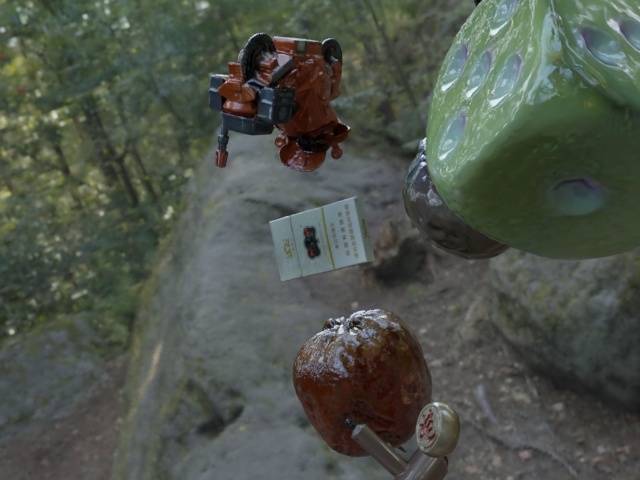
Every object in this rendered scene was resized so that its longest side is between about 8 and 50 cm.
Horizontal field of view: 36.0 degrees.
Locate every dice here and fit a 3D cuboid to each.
[{"bbox_3d":[0.281,-0.143,1.100,0.254,0.252,0.250,-48,29,50],"label":"dice"}]

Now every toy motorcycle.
[{"bbox_3d":[-0.054,-0.216,1.576,0.147,0.221,0.325,14,14,28],"label":"toy motorcycle"}]

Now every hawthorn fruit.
[{"bbox_3d":[0.076,0.253,1.756,0.258,0.262,0.258,1,-6,0],"label":"hawthorn fruit"}]

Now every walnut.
[{"bbox_3d":[0.259,-0.089,1.617,0.248,0.248,0.248,-20,13,5],"label":"walnut"}]

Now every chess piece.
[{"bbox_3d":[0.177,0.286,1.491,0.038,0.084,0.083,14,2,-19],"label":"chess piece"}]

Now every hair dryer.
[{"bbox_3d":[0.113,0.346,1.586,0.117,0.181,0.064,-45,-3,-35],"label":"hair dryer"}]

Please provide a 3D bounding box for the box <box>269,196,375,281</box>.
[{"bbox_3d":[0.000,0.000,1.368,0.167,0.090,0.024,-15,-5,42],"label":"box"}]

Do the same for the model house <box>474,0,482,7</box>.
[{"bbox_3d":[0.275,-0.404,1.236,0.229,0.249,0.281,10,61,5],"label":"model house"}]
